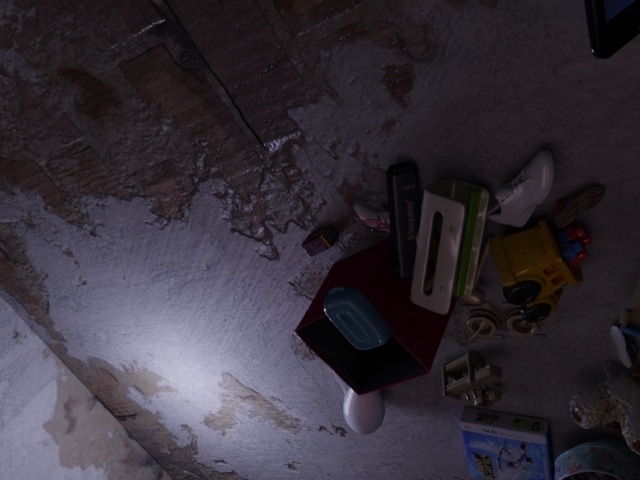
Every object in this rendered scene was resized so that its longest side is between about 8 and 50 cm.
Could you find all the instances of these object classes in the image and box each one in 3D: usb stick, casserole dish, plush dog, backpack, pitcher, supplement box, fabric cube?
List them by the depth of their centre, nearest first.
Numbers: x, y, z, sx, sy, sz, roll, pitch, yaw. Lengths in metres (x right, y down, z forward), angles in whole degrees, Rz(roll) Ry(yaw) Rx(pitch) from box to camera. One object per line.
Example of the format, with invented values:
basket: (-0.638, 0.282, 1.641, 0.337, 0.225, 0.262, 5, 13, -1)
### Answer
casserole dish: (0.080, 0.183, 1.740, 0.114, 0.037, 0.188, -22, 115, 40)
usb stick: (0.195, -0.041, 1.774, 0.077, 0.045, 0.278, -13, 113, -15)
plush dog: (0.778, 0.424, 1.872, 0.225, 0.211, 0.262, 45, 166, -34)
fabric cube: (0.142, 0.186, 1.922, 0.259, 0.258, 0.254, 46, 136, -15)
supplement box: (0.000, 0.000, 1.980, 0.083, 0.055, 0.043, -26, 112, 42)
backpack: (0.752, 0.642, 2.044, 0.253, 0.191, 0.225, 32, 135, -11)
pitcher: (0.111, 0.466, 2.313, 0.177, 0.125, 0.207, 24, 130, 39)

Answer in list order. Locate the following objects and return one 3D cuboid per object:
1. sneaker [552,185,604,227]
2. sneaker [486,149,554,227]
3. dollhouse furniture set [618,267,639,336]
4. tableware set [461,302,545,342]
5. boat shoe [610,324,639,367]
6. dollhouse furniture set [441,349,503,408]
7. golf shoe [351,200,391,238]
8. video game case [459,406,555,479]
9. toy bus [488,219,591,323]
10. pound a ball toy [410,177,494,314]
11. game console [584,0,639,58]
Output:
sneaker: (0.537, -0.079, 1.620, 0.118, 0.067, 0.042, -40, 103, 15)
sneaker: (0.414, -0.105, 1.613, 0.094, 0.080, 0.212, 7, 138, -10)
dollhouse furniture set: (0.806, 0.082, 1.586, 0.303, 0.198, 0.287, 16, 99, 50)
tableware set: (0.454, 0.214, 1.930, 0.194, 0.039, 0.128, -7, 125, 34)
boat shoe: (0.718, 0.243, 1.809, 0.125, 0.038, 0.046, 62, 171, -22)
dollhouse furniture set: (0.444, 0.359, 2.058, 0.160, 0.101, 0.182, 22, 142, -27)
golf shoe: (0.163, -0.052, 1.839, 0.186, 0.067, 0.086, 28, 119, -8)
video game case: (0.543, 0.606, 2.226, 0.244, 0.061, 0.270, 4, 131, 28)
toy bus: (0.502, 0.057, 1.691, 0.211, 0.150, 0.220, -28, 135, 19)
pound a ball toy: (0.297, 0.018, 1.760, 0.135, 0.208, 0.319, 22, 121, 32)
game console: (0.541, -0.453, 1.181, 0.173, 0.250, 0.293, 24, 144, 49)
